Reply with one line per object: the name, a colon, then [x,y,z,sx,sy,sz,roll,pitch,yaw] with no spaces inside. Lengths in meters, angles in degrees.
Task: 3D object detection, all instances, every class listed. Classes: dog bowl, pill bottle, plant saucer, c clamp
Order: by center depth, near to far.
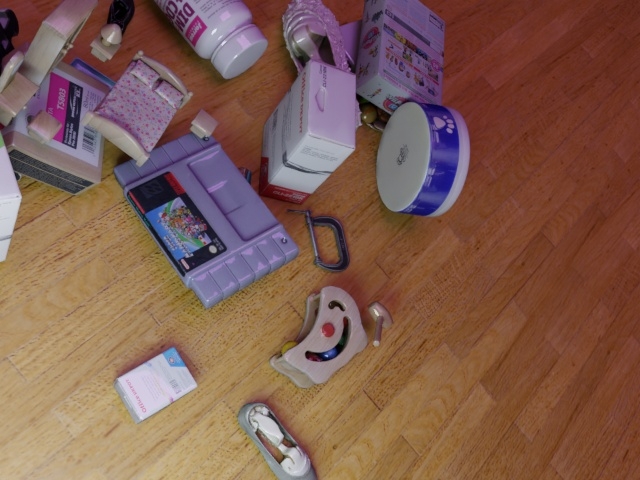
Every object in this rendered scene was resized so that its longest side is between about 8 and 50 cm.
plant saucer: [-0.459,-0.316,1.508,0.192,0.018,0.067,32,57,-9]
c clamp: [0.000,0.000,1.596,0.137,0.022,0.160,-4,68,-34]
pill bottle: [-0.260,-0.525,1.621,0.160,0.160,0.283,-38,87,-35]
dog bowl: [0.236,-0.191,1.655,0.104,0.265,0.264,6,65,-22]

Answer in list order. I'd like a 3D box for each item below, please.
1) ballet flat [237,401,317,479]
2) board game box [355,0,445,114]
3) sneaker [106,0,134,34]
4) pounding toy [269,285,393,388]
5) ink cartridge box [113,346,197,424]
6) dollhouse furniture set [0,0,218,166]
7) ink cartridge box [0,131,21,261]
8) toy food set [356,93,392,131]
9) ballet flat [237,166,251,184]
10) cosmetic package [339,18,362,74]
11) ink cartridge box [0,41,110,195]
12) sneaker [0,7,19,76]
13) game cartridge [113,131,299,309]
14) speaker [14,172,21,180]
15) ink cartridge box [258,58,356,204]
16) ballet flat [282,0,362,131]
ballet flat: [-0.076,0.397,1.339,0.213,0.068,0.072,49,55,0]
board game box: [0.205,-0.467,1.759,0.224,0.098,0.303,25,60,-33]
sneaker: [-0.444,-0.509,1.562,0.051,0.089,0.170,18,60,-19]
pounding toy: [0.028,0.177,1.442,0.270,0.155,0.154,-35,90,-34]
ink cartridge box: [-0.305,0.268,1.293,0.122,0.052,0.088,-28,81,-35]
dollhouse furniture set: [-0.359,-0.260,1.287,0.356,0.174,0.303,37,51,-19]
ink cartridge box: [-0.600,-0.089,1.177,0.115,0.273,0.198,-14,75,-34]
toy food set: [0.154,-0.337,1.818,0.132,0.038,0.192,-38,88,-35]
ballet flat: [-0.194,-0.066,1.508,0.067,0.073,0.206,4,60,3]
cosmetic package: [0.121,-0.519,1.861,0.231,0.085,0.117,-28,82,-32]
ink cartridge box: [-0.517,-0.231,1.353,0.193,0.088,0.234,25,54,-48]
sneaker: [-0.700,-0.309,1.337,0.146,0.122,0.330,9,63,-3]
game cartridge: [-0.236,-0.056,1.418,0.230,0.068,0.355,-29,71,-28]
speaker: [-0.593,-0.183,1.355,0.055,0.055,0.136,13,63,-22]
ink cartridge box: [-0.031,-0.230,1.531,0.114,0.273,0.196,13,63,-21]
ballet flat: [-0.004,-0.440,1.708,0.147,0.147,0.408,-12,73,-31]
